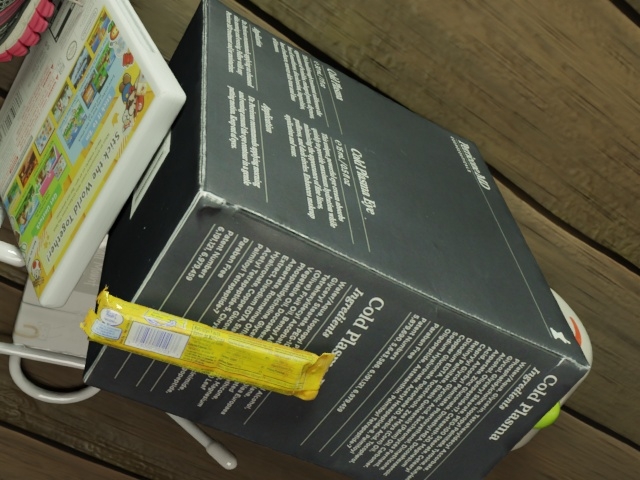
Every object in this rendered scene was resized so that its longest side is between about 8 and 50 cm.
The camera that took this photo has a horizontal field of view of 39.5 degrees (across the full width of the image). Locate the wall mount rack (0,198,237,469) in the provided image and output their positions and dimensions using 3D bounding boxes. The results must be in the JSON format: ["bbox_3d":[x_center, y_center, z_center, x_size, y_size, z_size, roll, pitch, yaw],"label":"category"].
[{"bbox_3d":[-0.202,0.095,0.919,0.304,0.130,0.350,14,124,-16],"label":"wall mount rack"}]

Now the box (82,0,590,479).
[{"bbox_3d":[0.000,0.000,0.740,0.312,0.343,0.179,24,118,-21],"label":"box"}]

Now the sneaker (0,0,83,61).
[{"bbox_3d":[-0.222,-0.248,0.655,0.121,0.112,0.299,41,116,9],"label":"sneaker"}]

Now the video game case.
[{"bbox_3d":[-0.207,-0.095,0.743,0.026,0.206,0.227,8,129,-44],"label":"video game case"}]

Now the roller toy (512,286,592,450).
[{"bbox_3d":[0.171,0.118,0.941,0.191,0.209,0.146,39,120,15],"label":"roller toy"}]

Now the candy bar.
[{"bbox_3d":[-0.069,0.067,0.559,0.161,0.018,0.040,18,118,-17],"label":"candy bar"}]
